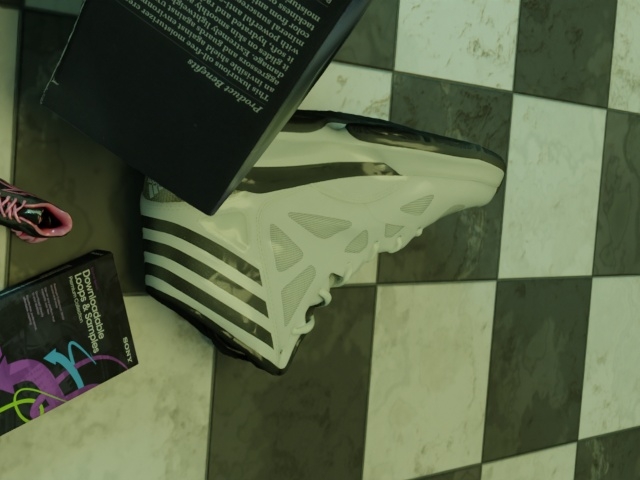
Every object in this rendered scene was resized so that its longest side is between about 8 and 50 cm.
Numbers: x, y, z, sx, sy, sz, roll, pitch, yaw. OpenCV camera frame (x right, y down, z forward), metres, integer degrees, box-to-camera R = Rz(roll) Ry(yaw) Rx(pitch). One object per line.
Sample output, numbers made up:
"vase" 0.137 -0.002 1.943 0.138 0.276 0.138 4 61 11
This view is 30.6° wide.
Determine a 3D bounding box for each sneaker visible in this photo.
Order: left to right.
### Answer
"sneaker" -0.259 -0.028 0.979 0.119 0.057 0.047 21 82 -45
"sneaker" -0.001 0.000 1.214 0.447 0.169 0.257 1 104 -39

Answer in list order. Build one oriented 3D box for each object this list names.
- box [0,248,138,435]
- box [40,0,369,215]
"box" -0.240 0.088 1.035 0.162 0.029 0.116 -28 115 -43
"box" -0.042 -0.230 0.938 0.183 0.294 0.296 35 47 -5
